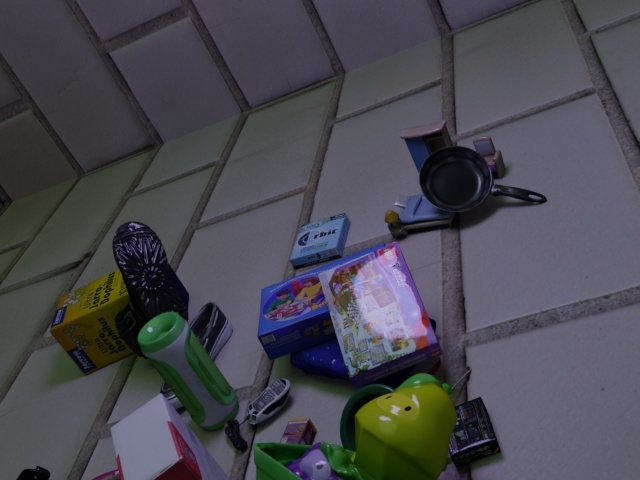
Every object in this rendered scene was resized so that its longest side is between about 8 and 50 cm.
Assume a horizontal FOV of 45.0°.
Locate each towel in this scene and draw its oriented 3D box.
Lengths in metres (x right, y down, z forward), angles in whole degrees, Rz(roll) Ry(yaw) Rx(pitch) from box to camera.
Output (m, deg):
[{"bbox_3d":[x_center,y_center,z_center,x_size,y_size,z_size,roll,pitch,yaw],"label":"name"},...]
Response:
[{"bbox_3d":[0.100,0.253,1.814,0.308,0.076,0.227,5,35,46],"label":"towel"}]

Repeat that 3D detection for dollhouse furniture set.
[{"bbox_3d":[0.328,-0.175,2.173,0.286,0.198,0.303,-8,35,34],"label":"dollhouse furniture set"}]

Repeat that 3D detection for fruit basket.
[{"bbox_3d":[0.089,0.396,1.314,0.392,0.283,0.392,-20,63,46],"label":"fruit basket"}]

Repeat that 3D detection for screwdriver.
[{"bbox_3d":[0.267,0.305,1.590,0.170,0.025,0.024,-39,-15,-44],"label":"screwdriver"}]

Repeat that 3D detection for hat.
[{"bbox_3d":[0.170,0.372,1.590,0.208,0.183,0.173,-43,62,26],"label":"hat"}]

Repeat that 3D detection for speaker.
[{"bbox_3d":[-0.308,0.312,1.827,0.131,0.296,0.131,-22,29,13],"label":"speaker"}]

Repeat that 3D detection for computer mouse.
[{"bbox_3d":[-0.137,0.402,1.803,0.193,0.042,0.106,-41,26,-11],"label":"computer mouse"}]

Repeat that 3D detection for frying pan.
[{"bbox_3d":[0.430,-0.170,2.094,0.326,0.053,0.197,-5,69,5],"label":"frying pan"}]

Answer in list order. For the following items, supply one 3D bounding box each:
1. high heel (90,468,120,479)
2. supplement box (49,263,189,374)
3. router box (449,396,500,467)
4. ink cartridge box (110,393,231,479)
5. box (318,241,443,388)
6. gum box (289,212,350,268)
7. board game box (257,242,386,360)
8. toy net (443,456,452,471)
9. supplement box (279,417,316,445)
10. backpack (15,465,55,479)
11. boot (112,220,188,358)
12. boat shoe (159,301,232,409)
[{"bbox_3d":[-0.561,0.589,1.826,0.244,0.082,0.117,-40,38,4],"label":"high heel"},{"bbox_3d":[-0.604,0.217,2.349,0.356,0.195,0.194,-25,28,6],"label":"supplement box"},{"bbox_3d":[0.286,0.368,1.488,0.092,0.038,0.122,-22,28,10],"label":"router box"},{"bbox_3d":[-0.260,0.483,1.496,0.131,0.306,0.226,-33,29,-8],"label":"ink cartridge box"},{"bbox_3d":[0.126,0.158,1.703,0.201,0.057,0.293,-23,48,7],"label":"box"},{"bbox_3d":[0.000,0.000,2.337,0.157,0.041,0.184,-15,30,23],"label":"gum box"},{"bbox_3d":[0.022,0.146,1.907,0.347,0.078,0.233,-21,25,8],"label":"board game box"},{"bbox_3d":[0.133,0.430,1.459,0.232,0.045,0.122,5,78,42],"label":"toy net"},{"bbox_3d":[-0.050,0.431,1.673,0.055,0.043,0.083,-10,32,30],"label":"supplement box"},{"bbox_3d":[-0.591,0.647,1.602,0.263,0.276,0.213,-30,41,4],"label":"backpack"},{"bbox_3d":[-0.501,0.145,2.135,0.131,0.348,0.260,-16,-13,-32],"label":"boot"},{"bbox_3d":[-0.353,0.301,2.072,0.121,0.119,0.335,-11,32,28],"label":"boat shoe"}]
